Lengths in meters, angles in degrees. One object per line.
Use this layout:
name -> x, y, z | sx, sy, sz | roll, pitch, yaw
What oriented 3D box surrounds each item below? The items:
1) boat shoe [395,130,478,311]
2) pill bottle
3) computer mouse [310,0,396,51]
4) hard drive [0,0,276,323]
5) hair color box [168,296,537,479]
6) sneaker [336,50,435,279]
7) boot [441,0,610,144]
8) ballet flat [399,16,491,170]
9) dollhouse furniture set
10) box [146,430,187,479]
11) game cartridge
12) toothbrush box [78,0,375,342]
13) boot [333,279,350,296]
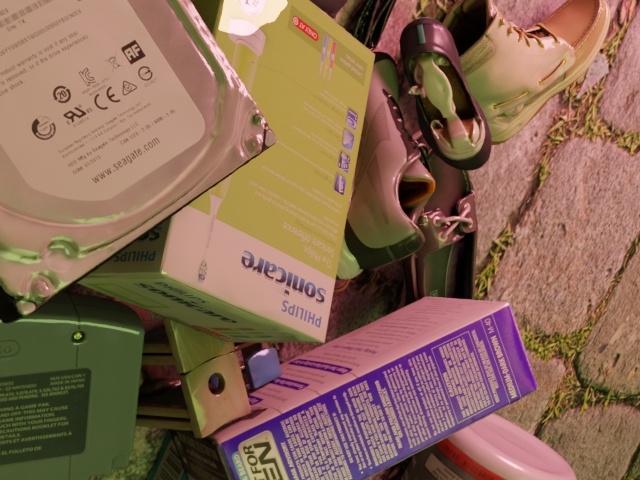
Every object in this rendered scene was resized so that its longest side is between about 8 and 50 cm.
boat shoe -> 0.148, 0.027, 1.351 | 0.112, 0.095, 0.335 | -24, 130, -29
pill bottle -> 0.173, 0.422, 1.544 | 0.210, 0.210, 0.363 | 18, 103, -46
computer mouse -> 0.017, -0.284, 1.059 | 0.262, 0.060, 0.184 | 21, 102, -47
hard drive -> -0.210, -0.147, 0.778 | 0.237, 0.064, 0.339 | -37, 99, -29
hair color box -> 0.030, 0.169, 1.180 | 0.339, 0.185, 0.110 | -21, 97, -21
sneaker -> 0.064, -0.080, 1.121 | 0.100, 0.108, 0.271 | 57, 30, -46
boot -> 0.221, -0.226, 1.266 | 0.213, 0.077, 0.165 | -47, 137, 1
ballet flat -> 0.132, -0.137, 1.196 | 0.074, 0.074, 0.203 | -39, 128, -16
dollhouse furniture set -> -0.106, 0.096, 1.125 | 0.183, 0.129, 0.129 | -22, 102, -44
box -> -0.081, 0.269, 1.328 | 0.244, 0.060, 0.100 | 11, 108, -45
game cartridge -> -0.307, 0.138, 1.002 | 0.297, 0.062, 0.198 | -4, 117, -25
toothbrush box -> -0.076, -0.072, 0.981 | 0.206, 0.122, 0.283 | 27, 66, -48
boot -> 0.000, 0.000, 1.165 | 0.219, 0.082, 0.106 | -35, 152, -62
